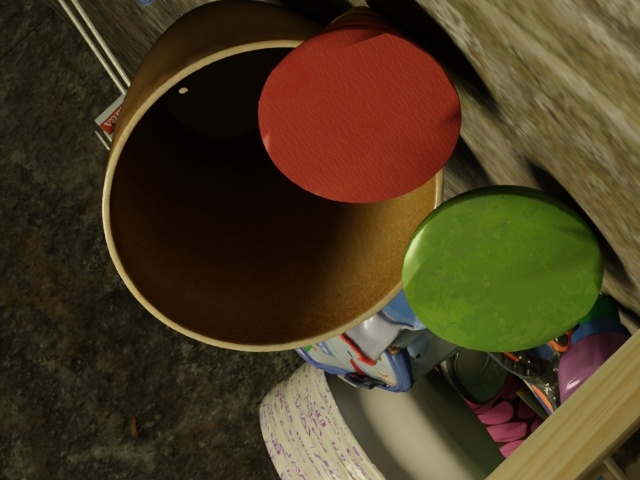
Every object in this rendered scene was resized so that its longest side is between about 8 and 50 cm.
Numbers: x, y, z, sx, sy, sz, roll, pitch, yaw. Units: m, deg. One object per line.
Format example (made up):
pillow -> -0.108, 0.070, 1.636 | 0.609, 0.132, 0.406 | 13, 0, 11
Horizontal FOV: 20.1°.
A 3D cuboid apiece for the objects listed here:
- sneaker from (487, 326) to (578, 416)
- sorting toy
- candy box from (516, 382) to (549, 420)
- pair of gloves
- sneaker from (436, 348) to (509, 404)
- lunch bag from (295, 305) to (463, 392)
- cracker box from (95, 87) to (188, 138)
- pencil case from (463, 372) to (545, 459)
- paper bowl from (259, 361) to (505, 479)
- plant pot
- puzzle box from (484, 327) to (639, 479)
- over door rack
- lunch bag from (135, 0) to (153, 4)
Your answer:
sneaker -> 0.208, 0.112, 1.473 | 0.221, 0.083, 0.087 | 52, -171, 0
sorting toy -> 0.101, -0.028, 1.171 | 0.365, 0.127, 0.126 | 46, -154, -28
candy box -> 0.260, 0.185, 1.893 | 0.105, 0.027, 0.206 | 41, 176, 3
pair of gloves -> 0.041, 0.008, 1.508 | 0.198, 0.159, 0.023 | 42, -162, -16
sneaker -> 0.096, 0.057, 1.818 | 0.163, 0.086, 0.226 | 23, 148, 53
lunch bag -> 0.000, 0.000, 1.650 | 0.243, 0.115, 0.303 | 14, 135, 57
cracker box -> -0.142, -0.117, 2.192 | 0.232, 0.155, 0.067 | 45, 177, 27
pencil case -> 0.217, 0.216, 2.166 | 0.095, 0.098, 0.209 | 43, 175, 44
paper bowl -> 0.083, 0.223, 1.800 | 0.284, 0.148, 0.284 | 48, -168, -14
plant pot -> -0.054, -0.083, 1.346 | 0.237, 0.237, 0.254 | 49, -171, -29
puzzle box -> 0.143, 0.267, 1.198 | 0.052, 0.409, 0.272 | 42, 175, 46
over door rack -> -0.255, -0.266, 2.058 | 0.239, 0.108, 0.324 | -163, 51, -81
lunch bag -> -0.167, -0.263, 1.638 | 0.065, 0.067, 0.098 | 48, 175, -32
